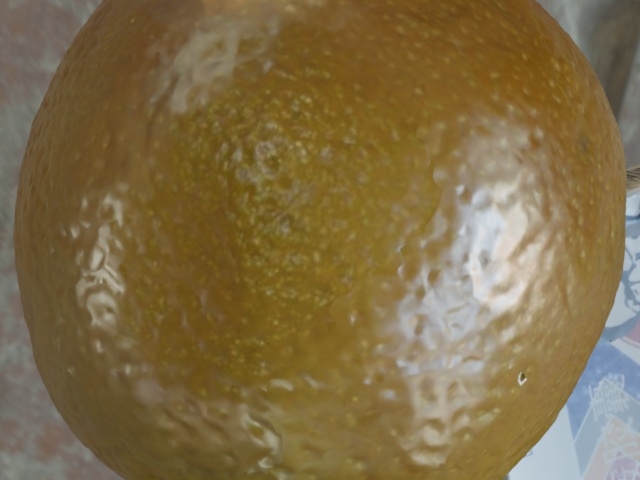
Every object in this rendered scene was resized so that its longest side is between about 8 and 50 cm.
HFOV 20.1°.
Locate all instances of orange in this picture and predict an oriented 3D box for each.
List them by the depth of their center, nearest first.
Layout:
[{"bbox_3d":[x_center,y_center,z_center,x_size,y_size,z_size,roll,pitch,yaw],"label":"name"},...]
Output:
[{"bbox_3d":[0.000,0.000,0.727,0.264,0.264,0.264,-2,72,6],"label":"orange"}]

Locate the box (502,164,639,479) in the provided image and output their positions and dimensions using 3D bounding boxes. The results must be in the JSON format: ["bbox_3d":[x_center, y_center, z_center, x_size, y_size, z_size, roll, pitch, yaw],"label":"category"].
[{"bbox_3d":[0.203,0.135,1.140,0.214,0.069,0.353,-17,102,-17],"label":"box"}]
